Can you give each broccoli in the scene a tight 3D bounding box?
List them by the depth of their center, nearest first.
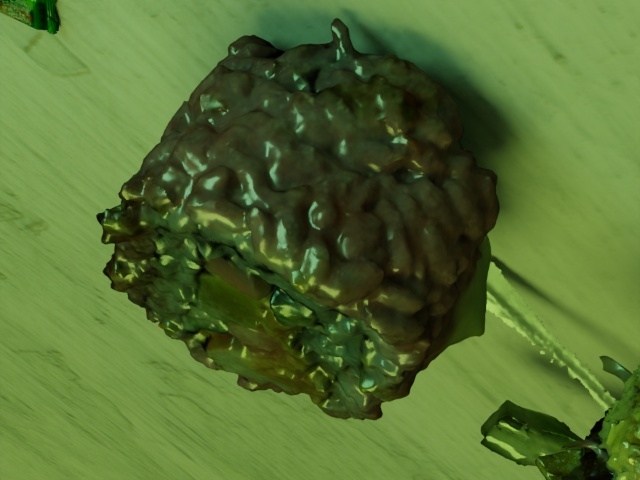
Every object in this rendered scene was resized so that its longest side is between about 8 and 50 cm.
[{"bbox_3d":[0.217,0.176,1.062,0.204,0.118,0.122,28,179,-9],"label":"broccoli"}]

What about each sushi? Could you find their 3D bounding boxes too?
[{"bbox_3d":[0.000,0.000,0.891,0.236,0.171,0.270,25,155,5],"label":"sushi"}]

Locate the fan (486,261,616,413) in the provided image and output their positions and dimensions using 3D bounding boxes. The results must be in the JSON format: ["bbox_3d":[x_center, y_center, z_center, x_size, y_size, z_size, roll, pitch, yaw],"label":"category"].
[{"bbox_3d":[0.243,0.153,0.999,0.233,0.012,0.414,-41,95,20],"label":"fan"}]

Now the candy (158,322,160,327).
[{"bbox_3d":[-0.087,0.043,1.163,0.038,0.062,0.122,35,152,-13],"label":"candy"}]

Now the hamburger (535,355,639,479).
[{"bbox_3d":[0.267,0.131,0.830,0.262,0.243,0.138,29,123,45],"label":"hamburger"}]

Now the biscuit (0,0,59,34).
[{"bbox_3d":[-0.221,-0.171,0.960,0.089,0.016,0.046,26,154,4],"label":"biscuit"}]
